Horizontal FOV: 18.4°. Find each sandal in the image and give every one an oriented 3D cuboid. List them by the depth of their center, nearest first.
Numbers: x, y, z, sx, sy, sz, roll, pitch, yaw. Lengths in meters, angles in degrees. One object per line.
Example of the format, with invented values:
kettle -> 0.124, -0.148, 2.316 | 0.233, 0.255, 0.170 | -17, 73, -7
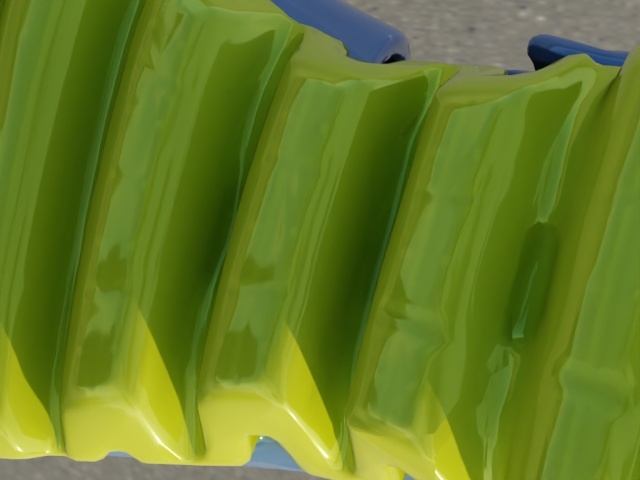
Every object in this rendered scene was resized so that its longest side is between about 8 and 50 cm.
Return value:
sandal -> 0.000, 0.000, 0.407 | 0.126, 0.317, 0.138 | -70, 159, 1
